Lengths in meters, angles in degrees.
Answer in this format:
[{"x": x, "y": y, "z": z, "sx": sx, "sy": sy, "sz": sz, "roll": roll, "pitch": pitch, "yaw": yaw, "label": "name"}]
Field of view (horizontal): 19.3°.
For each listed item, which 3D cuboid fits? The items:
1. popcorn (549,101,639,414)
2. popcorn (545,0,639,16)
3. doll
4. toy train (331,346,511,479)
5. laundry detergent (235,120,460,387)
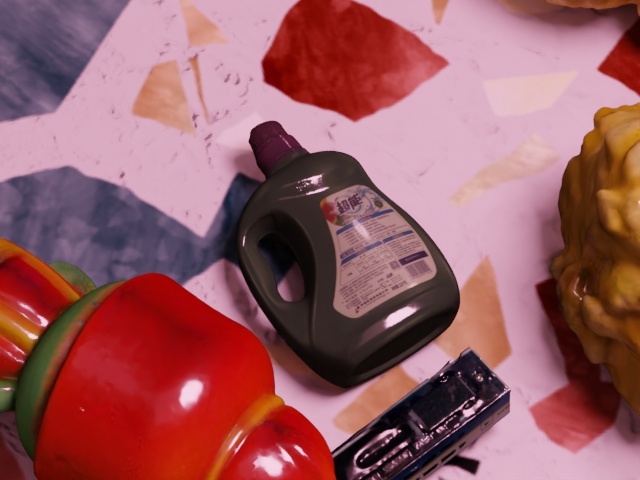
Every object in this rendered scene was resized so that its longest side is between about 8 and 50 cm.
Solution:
[{"x": 0.283, "y": 0.013, "z": 1.417, "sx": 0.192, "sy": 0.233, "sz": 0.266, "roll": -9, "pitch": 32, "yaw": -18, "label": "popcorn"}, {"x": 0.280, "y": -0.301, "z": 1.616, "sx": 0.332, "sy": 0.225, "sz": 0.265, "roll": 39, "pitch": 72, "yaw": -9, "label": "popcorn"}, {"x": -0.123, "y": 0.114, "z": 1.331, "sx": 0.363, "sy": 0.160, "sz": 0.182, "roll": 30, "pitch": 35, "yaw": 13, "label": "doll"}, {"x": 0.037, "y": 0.171, "z": 1.390, "sx": 0.234, "sy": 0.051, "sz": 0.052, "roll": -36, "pitch": 61, "yaw": -14, "label": "toy train"}, {"x": 0.000, "y": 0.000, "z": 1.470, "sx": 0.144, "sy": 0.078, "sz": 0.221, "roll": -31, "pitch": 69, "yaw": -18, "label": "laundry detergent"}]
